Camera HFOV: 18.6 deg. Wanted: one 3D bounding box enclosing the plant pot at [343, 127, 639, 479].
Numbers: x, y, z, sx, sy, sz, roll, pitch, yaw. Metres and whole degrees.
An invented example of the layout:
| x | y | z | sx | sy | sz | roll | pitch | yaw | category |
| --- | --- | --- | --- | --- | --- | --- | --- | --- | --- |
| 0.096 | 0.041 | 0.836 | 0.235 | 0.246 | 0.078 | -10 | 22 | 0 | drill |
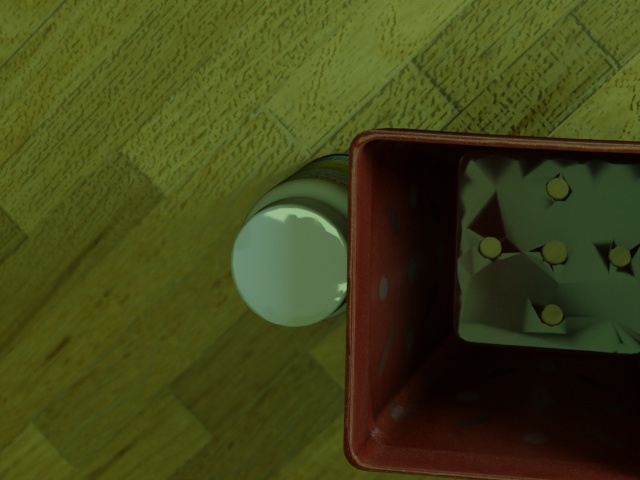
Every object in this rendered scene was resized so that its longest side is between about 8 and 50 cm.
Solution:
| x | y | z | sx | sy | sz | roll | pitch | yaw | category |
| --- | --- | --- | --- | --- | --- | --- | --- | --- | --- |
| 0.174 | 0.033 | 1.570 | 0.267 | 0.236 | 0.267 | 4 | 102 | 12 | plant pot |

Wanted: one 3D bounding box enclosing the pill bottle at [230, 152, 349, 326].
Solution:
| x | y | z | sx | sy | sz | roll | pitch | yaw | category |
| --- | --- | --- | --- | --- | --- | --- | --- | --- | --- |
| 0.000 | 0.000 | 1.619 | 0.119 | 0.208 | 0.119 | 3 | 102 | 13 | pill bottle |
